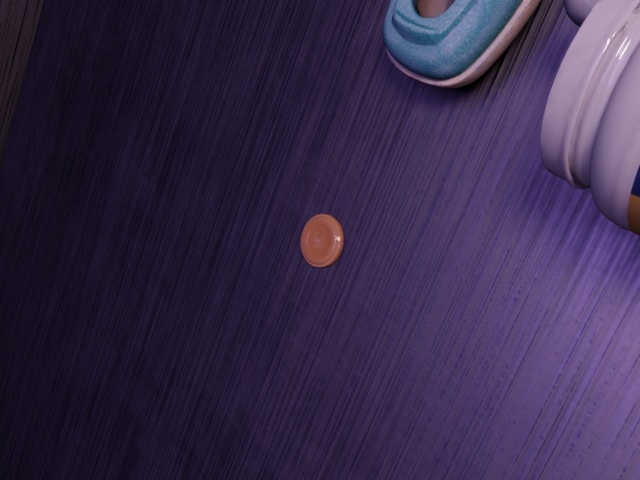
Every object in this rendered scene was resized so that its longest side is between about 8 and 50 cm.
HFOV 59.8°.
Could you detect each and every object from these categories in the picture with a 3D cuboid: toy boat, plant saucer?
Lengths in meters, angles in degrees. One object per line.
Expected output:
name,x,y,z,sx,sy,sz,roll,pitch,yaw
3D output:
toy boat,0.212,-0.291,0.626,0.318,0.148,0.268,38,109,37
plant saucer,0.000,0.000,0.862,0.083,0.013,0.084,-6,81,39

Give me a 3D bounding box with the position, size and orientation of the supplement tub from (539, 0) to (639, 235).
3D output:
supplement tub,0.361,-0.076,0.421,0.316,0.228,0.228,36,108,37
